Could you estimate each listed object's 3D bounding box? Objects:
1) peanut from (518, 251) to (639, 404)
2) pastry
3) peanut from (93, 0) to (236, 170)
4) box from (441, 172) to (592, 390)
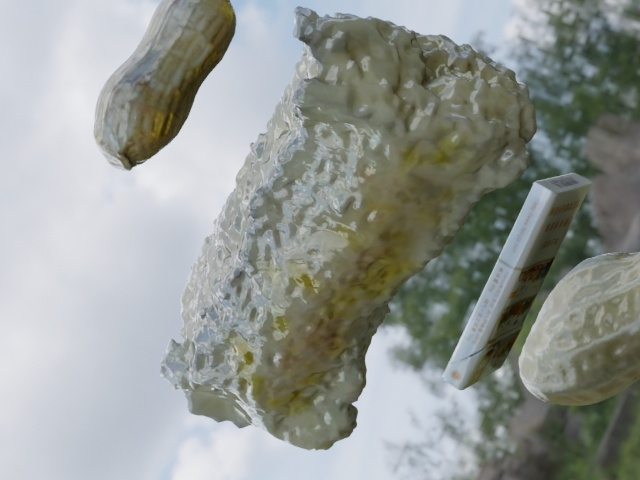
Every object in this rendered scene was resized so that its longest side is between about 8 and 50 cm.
[{"bbox_3d":[0.357,0.074,1.652,0.313,0.152,0.152,-32,-1,26],"label":"peanut"},{"bbox_3d":[0.006,0.001,0.722,0.089,0.121,0.258,-71,6,-46],"label":"pastry"},{"bbox_3d":[-0.154,-0.163,1.450,0.207,0.087,0.087,-60,-17,-11],"label":"peanut"},{"bbox_3d":[0.195,0.039,1.472,0.122,0.032,0.220,-16,-47,-62],"label":"box"}]
